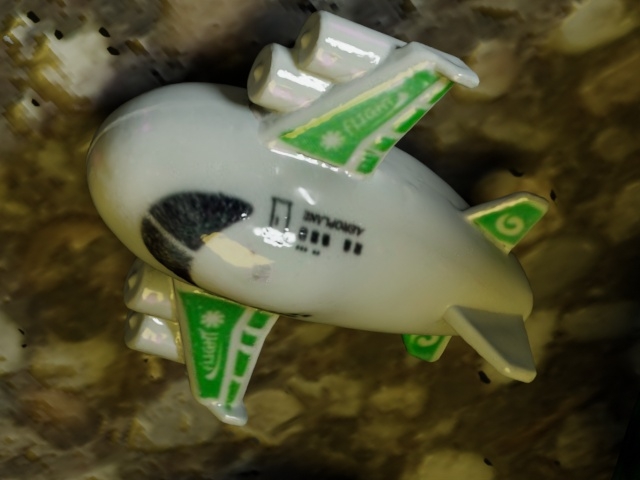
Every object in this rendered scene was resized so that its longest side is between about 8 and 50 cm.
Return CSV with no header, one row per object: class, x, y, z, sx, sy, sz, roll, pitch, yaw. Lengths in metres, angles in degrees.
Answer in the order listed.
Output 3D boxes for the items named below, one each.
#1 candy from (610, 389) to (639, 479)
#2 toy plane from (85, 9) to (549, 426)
candy,0.185,0.066,0.647,0.172,0.263,0.398,-8,131,-10
toy plane,-0.001,-0.002,0.681,0.174,0.080,0.174,-2,129,-3
